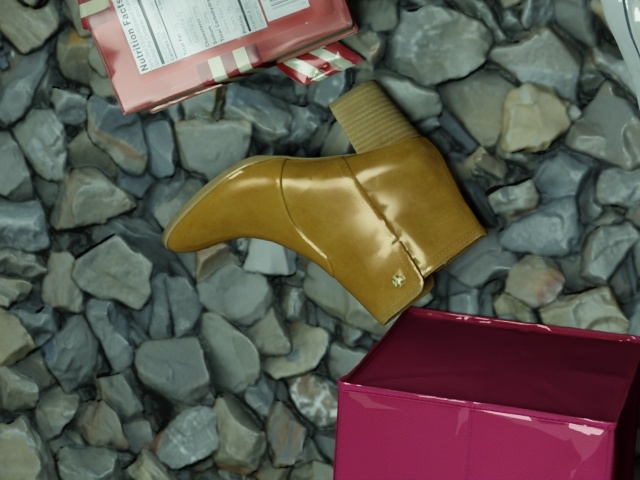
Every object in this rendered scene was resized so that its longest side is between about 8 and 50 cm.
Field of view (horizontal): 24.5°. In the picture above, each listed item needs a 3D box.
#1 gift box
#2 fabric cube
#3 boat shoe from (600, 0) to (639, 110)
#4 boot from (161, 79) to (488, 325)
[{"bbox_3d":[-0.084,-0.255,1.372,0.276,0.258,0.255,-16,97,2],"label":"gift box"},{"bbox_3d":[0.162,0.232,1.410,0.259,0.254,0.258,7,107,18],"label":"fabric cube"},{"bbox_3d":[0.324,-0.169,1.319,0.088,0.096,0.267,-6,105,43],"label":"boat shoe"},{"bbox_3d":[0.001,0.000,1.475,0.295,0.104,0.211,-34,81,15],"label":"boot"}]
